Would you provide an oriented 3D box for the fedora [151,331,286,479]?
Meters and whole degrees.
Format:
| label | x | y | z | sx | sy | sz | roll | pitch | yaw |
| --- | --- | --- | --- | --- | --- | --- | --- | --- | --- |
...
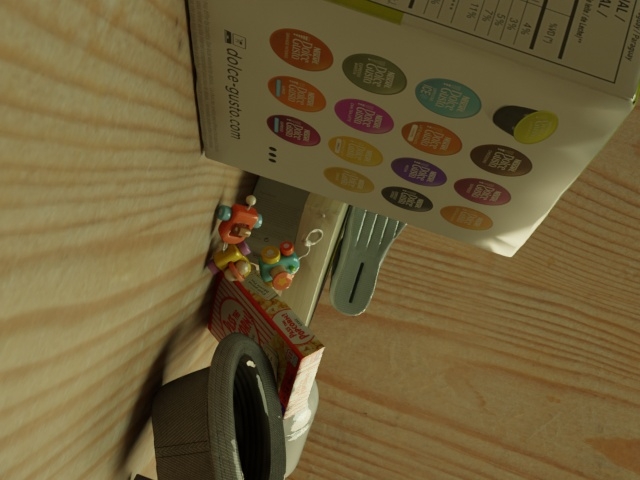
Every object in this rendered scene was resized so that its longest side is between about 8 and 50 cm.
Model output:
| label | x | y | z | sx | sy | sz | roll | pitch | yaw |
| --- | --- | --- | --- | --- | --- | --- | --- | --- | --- |
| fedora | -0.134 | 0.242 | 1.157 | 0.275 | 0.124 | 0.243 | -24 | 105 | -82 |

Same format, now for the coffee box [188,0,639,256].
| label | x | y | z | sx | sy | sz | roll | pitch | yaw |
| --- | --- | --- | --- | --- | --- | --- | --- | --- | --- |
| coffee box | 0.102 | -0.233 | 0.832 | 0.337 | 0.334 | 0.338 | 102 | 7 | -70 |

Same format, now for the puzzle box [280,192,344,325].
| label | x | y | z | sx | sy | sz | roll | pitch | yaw |
| --- | --- | --- | --- | --- | --- | --- | --- | --- | --- |
| puzzle box | 0.000 | 0.000 | 1.447 | 0.409 | 0.052 | 0.272 | 107 | 3 | -47 |

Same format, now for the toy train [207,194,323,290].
| label | x | y | z | sx | sy | sz | roll | pitch | yaw |
| --- | --- | --- | --- | --- | --- | --- | --- | --- | --- |
| toy train | -0.073 | 0.013 | 1.187 | 0.125 | 0.166 | 0.046 | -50 | -136 | 25 |

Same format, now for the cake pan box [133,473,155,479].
| label | x | y | z | sx | sy | sz | roll | pitch | yaw |
| --- | --- | --- | --- | --- | --- | --- | --- | --- | --- |
| cake pan box | -0.260 | 0.460 | 1.152 | 0.267 | 0.070 | 0.245 | -68 | 178 | -54 |

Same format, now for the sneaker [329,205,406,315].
| label | x | y | z | sx | sy | sz | roll | pitch | yaw |
| --- | --- | --- | --- | --- | --- | --- | --- | --- | --- |
| sneaker | 0.069 | -0.012 | 1.460 | 0.091 | 0.094 | 0.258 | -121 | -128 | -70 |

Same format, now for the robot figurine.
| label | x | y | z | sx | sy | sz | roll | pitch | yaw |
| --- | --- | --- | --- | --- | --- | --- | --- | --- | --- |
| robot figurine | -0.119 | 0.356 | 1.879 | 0.300 | 0.200 | 0.353 | -41 | 157 | -45 |

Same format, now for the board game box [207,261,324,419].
| label | x | y | z | sx | sy | sz | roll | pitch | yaw |
| --- | --- | --- | --- | --- | --- | --- | --- | --- | --- |
| board game box | -0.082 | 0.136 | 1.318 | 0.045 | 0.193 | 0.146 | -24 | 146 | -33 |

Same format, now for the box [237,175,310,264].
| label | x | y | z | sx | sy | sz | roll | pitch | yaw |
| --- | --- | --- | --- | --- | --- | --- | --- | --- | --- |
| box | -0.059 | -0.049 | 1.453 | 0.130 | 0.091 | 0.170 | 98 | 11 | -75 |

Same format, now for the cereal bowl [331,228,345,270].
| label | x | y | z | sx | sy | sz | roll | pitch | yaw |
| --- | --- | --- | --- | --- | --- | --- | --- | --- | --- |
| cereal bowl | 0.024 | -0.105 | 2.225 | 0.339 | 0.141 | 0.339 | 18 | 90 | -88 |
